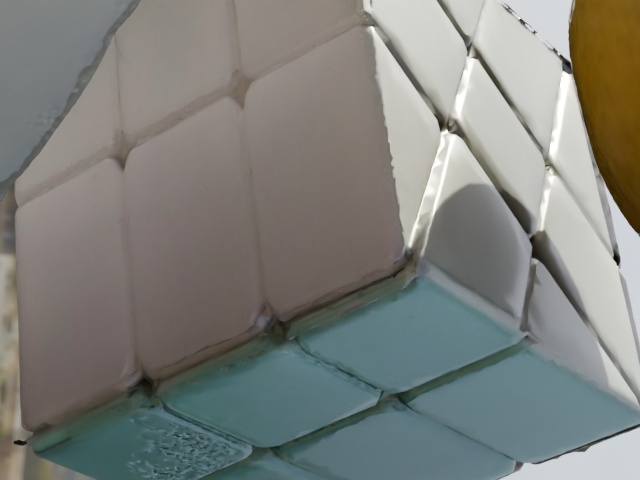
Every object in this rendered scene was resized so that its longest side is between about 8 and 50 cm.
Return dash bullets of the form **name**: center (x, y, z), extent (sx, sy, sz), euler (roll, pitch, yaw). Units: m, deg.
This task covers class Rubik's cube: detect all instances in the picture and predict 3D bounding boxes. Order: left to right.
- **Rubik's cube**: center (0.000, 0.000, 0.929), extent (0.231, 0.224, 0.221), euler (31, 43, -48)

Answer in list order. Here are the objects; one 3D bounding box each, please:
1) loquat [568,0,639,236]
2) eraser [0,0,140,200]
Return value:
- **loquat**: center (0.245, -0.097, 0.840), extent (0.275, 0.274, 0.275), euler (-175, -90, -84)
- **eraser**: center (-0.253, -0.107, 0.733), extent (0.331, 0.331, 0.150), euler (103, -24, -49)
